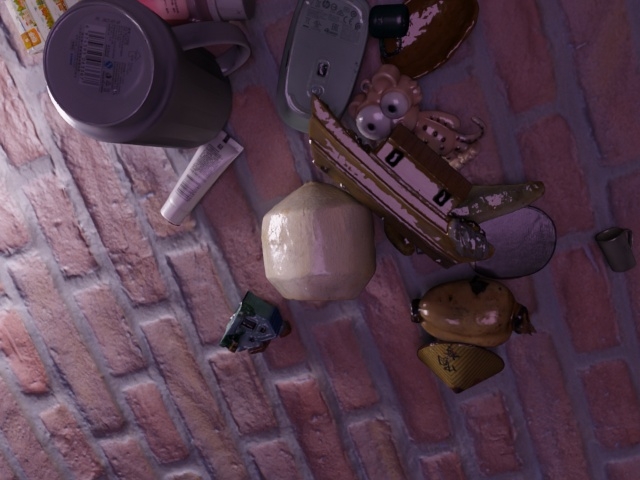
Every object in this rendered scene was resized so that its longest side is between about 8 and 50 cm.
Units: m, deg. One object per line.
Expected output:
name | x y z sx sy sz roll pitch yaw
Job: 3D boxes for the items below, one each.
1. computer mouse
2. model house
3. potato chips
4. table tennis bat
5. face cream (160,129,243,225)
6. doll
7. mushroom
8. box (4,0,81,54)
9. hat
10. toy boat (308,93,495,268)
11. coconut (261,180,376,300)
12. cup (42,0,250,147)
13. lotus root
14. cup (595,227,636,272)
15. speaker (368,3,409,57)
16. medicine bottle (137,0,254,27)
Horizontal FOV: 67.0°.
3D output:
computer mouse | 0.002 -0.363 0.986 0.159 0.097 0.289 13 97 -10
model house | -0.146 0.215 1.161 0.148 0.119 0.148 26 107 -8
potato chips | 0.211 -0.413 0.963 0.202 0.049 0.150 -46 76 16
table tennis bat | 0.365 0.008 1.072 0.301 0.022 0.174 -4 103 9
face cream | -0.281 -0.144 1.110 0.092 0.058 0.244 40 101 3
doll | 0.195 -0.239 0.978 0.278 0.119 0.154 27 142 -2
mushroom | 0.295 -0.070 1.026 0.333 0.087 0.107 -24 85 11
box | -0.572 -0.509 1.062 0.220 0.032 0.122 -18 102 12
hat | 0.306 0.300 1.075 0.193 0.082 0.193 12 148 8
toy boat | 0.150 -0.117 0.918 0.445 0.136 0.162 38 106 -1
coconut | 0.000 0.000 1.015 0.244 0.245 0.248 -1 86 8
cup | -0.293 -0.316 0.912 0.322 0.327 0.237 -27 93 10
lotus root | 0.330 0.154 1.058 0.256 0.140 0.155 3 119 18
cup | 0.632 0.016 1.028 0.054 0.075 0.083 -17 109 50
speaker | 0.136 -0.411 0.946 0.075 0.060 0.095 8 137 21
medicine bottle | -0.262 -0.493 0.965 0.246 0.147 0.147 2 105 7
